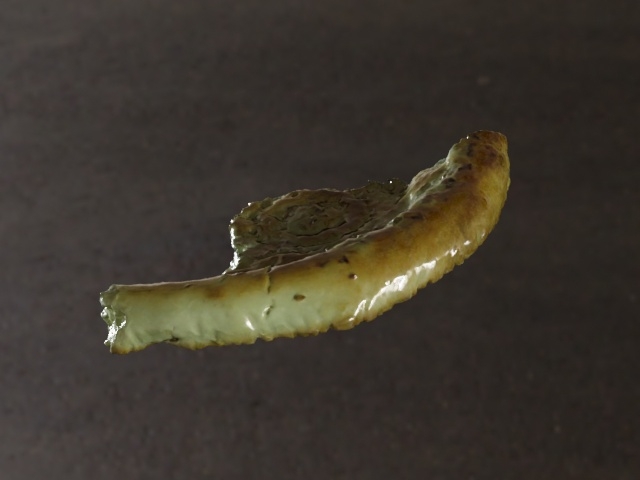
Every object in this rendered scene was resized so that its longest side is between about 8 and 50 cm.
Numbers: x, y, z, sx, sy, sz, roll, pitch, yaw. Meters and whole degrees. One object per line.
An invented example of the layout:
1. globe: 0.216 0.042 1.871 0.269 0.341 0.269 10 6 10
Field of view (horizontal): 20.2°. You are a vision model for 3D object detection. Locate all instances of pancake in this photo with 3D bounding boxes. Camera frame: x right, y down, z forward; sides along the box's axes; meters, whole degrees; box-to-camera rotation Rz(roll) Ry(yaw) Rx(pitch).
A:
1. pancake: 0.000 -0.005 1.347 0.377 0.054 0.197 -25 30 -33
